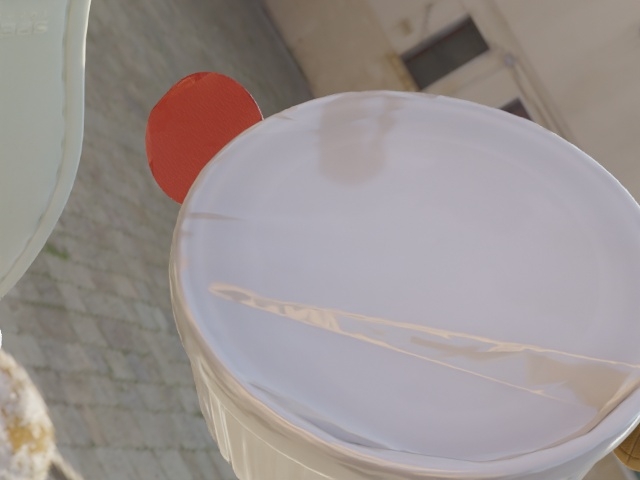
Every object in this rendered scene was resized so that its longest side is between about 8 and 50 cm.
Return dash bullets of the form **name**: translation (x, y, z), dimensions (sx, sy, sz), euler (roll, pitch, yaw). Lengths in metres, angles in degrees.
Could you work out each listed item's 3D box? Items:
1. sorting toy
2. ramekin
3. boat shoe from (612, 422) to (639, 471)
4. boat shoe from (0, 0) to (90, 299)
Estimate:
- **sorting toy**: translation (0.000, 0.000, 1.121), dimensions (0.365, 0.127, 0.126), euler (49, 19, 11)
- **ramekin**: translation (0.049, 0.050, 0.693), dimensions (0.127, 0.272, 0.273), euler (99, -24, -45)
- **boat shoe**: translation (0.196, 0.070, 0.833), dimensions (0.059, 0.063, 0.170), euler (10, 60, -62)
- **boat shoe**: translation (-0.156, -0.084, 0.508), dimensions (0.109, 0.305, 0.091), euler (-7, 45, -37)
